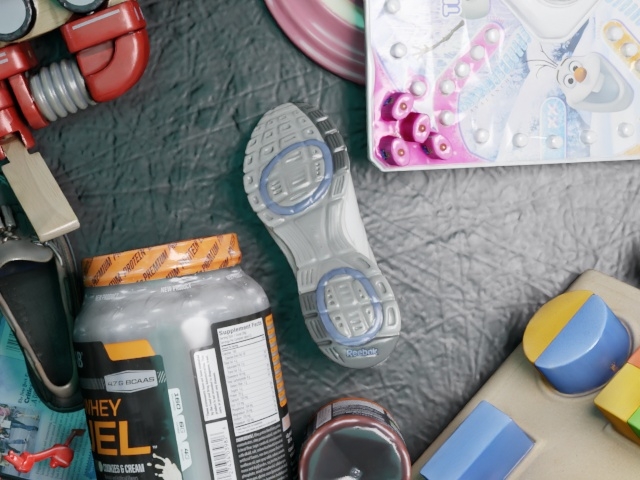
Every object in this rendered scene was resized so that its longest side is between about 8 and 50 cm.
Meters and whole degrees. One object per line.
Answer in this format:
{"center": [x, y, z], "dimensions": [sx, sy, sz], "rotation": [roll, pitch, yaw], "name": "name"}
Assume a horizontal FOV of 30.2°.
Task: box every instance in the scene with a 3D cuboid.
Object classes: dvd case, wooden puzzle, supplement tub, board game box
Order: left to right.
{"center": [-0.235, 0.182, 1.244], "dimensions": [0.253, 0.022, 0.180], "rotation": [14, 91, -2], "name": "dvd case"}
{"center": [-0.128, 0.159, 1.138], "dimensions": [0.193, 0.193, 0.316], "rotation": [-10, 91, 0], "name": "supplement tub"}
{"center": [0.032, 0.211, 1.157], "dimensions": [0.106, 0.198, 0.106], "rotation": [0, 89, 1], "name": "supplement tub"}
{"center": [0.233, -0.269, 1.154], "dimensions": [0.389, 0.050, 0.390], "rotation": [-4, 98, -16], "name": "board game box"}
{"center": [0.227, 0.175, 1.068], "dimensions": [0.322, 0.348, 0.080], "rotation": [-48, 117, -7], "name": "wooden puzzle"}

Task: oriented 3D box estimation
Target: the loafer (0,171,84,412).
{"center": [-0.289, 0.042, 1.195], "dimensions": [0.096, 0.084, 0.268], "rotation": [-23, 79, -10], "name": "loafer"}

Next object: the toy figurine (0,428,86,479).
{"center": [-0.313, 0.388, 1.218], "dimensions": [0.217, 0.191, 0.363], "rotation": [-14, 102, 32], "name": "toy figurine"}

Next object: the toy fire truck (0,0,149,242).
{"center": [-0.266, -0.143, 1.194], "dimensions": [0.217, 0.158, 0.246], "rotation": [-20, 102, 0], "name": "toy fire truck"}

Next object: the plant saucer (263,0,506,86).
{"center": [0.090, -0.322, 1.212], "dimensions": [0.332, 0.084, 0.332], "rotation": [0, 90, 0], "name": "plant saucer"}

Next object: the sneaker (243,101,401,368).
{"center": [0.000, 0.000, 1.205], "dimensions": [0.111, 0.129, 0.297], "rotation": [-17, 72, 2], "name": "sneaker"}
